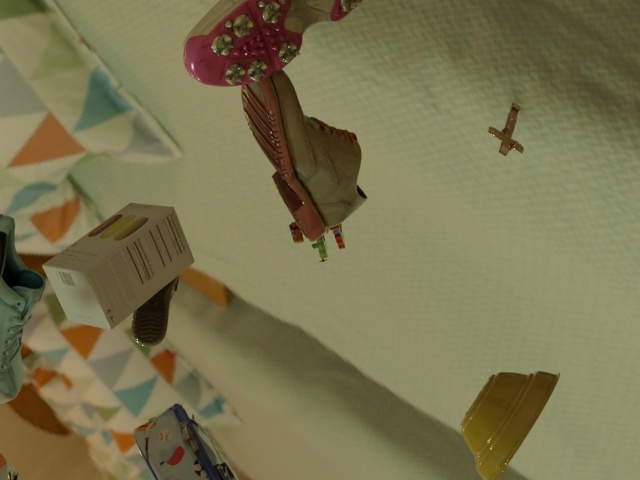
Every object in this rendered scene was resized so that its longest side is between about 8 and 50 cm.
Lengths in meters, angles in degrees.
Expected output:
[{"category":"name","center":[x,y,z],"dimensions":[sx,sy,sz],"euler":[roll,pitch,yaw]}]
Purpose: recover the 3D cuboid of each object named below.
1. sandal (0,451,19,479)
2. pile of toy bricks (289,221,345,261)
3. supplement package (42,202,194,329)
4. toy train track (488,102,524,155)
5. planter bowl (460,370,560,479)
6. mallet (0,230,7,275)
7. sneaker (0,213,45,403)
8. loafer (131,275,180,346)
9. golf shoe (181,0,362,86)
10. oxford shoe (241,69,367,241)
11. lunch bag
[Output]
[{"category":"sandal","center":[-0.561,0.414,1.623],"dimensions":[0.076,0.102,0.265],"euler":[54,169,-19]},{"category":"pile of toy bricks","center":[0.000,0.000,2.255],"dimensions":[0.212,0.118,0.105],"euler":[6,-110,-81]},{"category":"supplement package","center":[-0.389,0.044,1.851],"dimensions":[0.139,0.244,0.134],"euler":[6,125,38]},{"category":"toy train track","center":[0.217,-0.129,1.076],"dimensions":[0.048,0.083,0.014],"euler":[30,141,-10]},{"category":"planter bowl","center":[0.286,0.277,1.509],"dimensions":[0.090,0.217,0.217],"euler":[33,151,12]},{"category":"mallet","center":[-0.501,0.017,1.224],"dimensions":[0.039,0.189,0.062],"euler":[-9,82,58]},{"category":"sneaker","center":[-0.526,0.119,1.569],"dimensions":[0.150,0.135,0.366],"euler":[-3,121,5]},{"category":"loafer","center":[-0.359,0.098,2.049],"dimensions":[0.102,0.269,0.092],"euler":[14,166,-13]},{"category":"golf shoe","center":[-0.070,-0.295,1.182],"dimensions":[0.140,0.306,0.115],"euler":[30,146,33]},{"category":"oxford shoe","center":[-0.017,-0.138,1.329],"dimensions":[0.123,0.130,0.348],"euler":[58,174,31]},{"category":"lunch bag","center":[-0.191,0.401,1.546],"dimensions":[0.243,0.115,0.303],"euler":[55,170,33]}]
